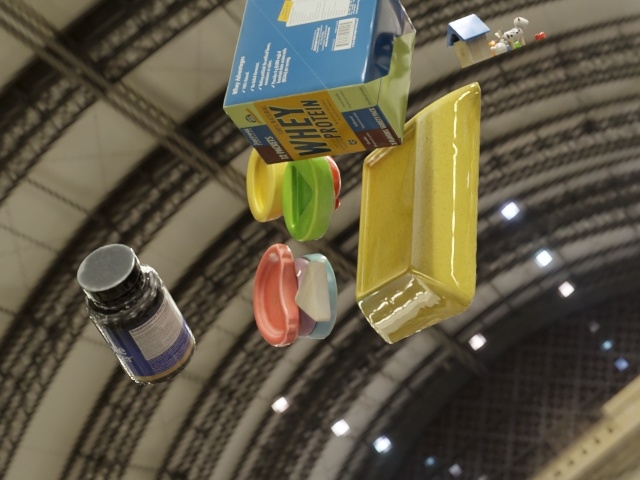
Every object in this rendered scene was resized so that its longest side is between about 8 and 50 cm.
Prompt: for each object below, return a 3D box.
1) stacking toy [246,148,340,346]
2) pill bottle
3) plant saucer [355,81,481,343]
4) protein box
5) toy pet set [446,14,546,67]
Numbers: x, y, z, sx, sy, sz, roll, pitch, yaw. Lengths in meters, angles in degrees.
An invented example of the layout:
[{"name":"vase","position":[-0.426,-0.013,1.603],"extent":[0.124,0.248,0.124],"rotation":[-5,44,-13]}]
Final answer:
[{"name":"stacking toy","position":[0.000,0.000,1.955],"extent":[0.130,0.308,0.279],"rotation":[-1,-3,-23]},{"name":"pill bottle","position":[-0.283,0.110,2.013],"extent":[0.123,0.123,0.219],"rotation":[-34,-46,-10]},{"name":"plant saucer","position":[0.132,-0.037,1.967],"extent":[0.081,0.332,0.333],"rotation":[8,-16,-17]},{"name":"protein box","position":[0.003,-0.230,1.770],"extent":[0.201,0.199,0.136],"rotation":[-7,-34,24]},{"name":"toy pet set","position":[0.236,-0.290,1.861],"extent":[0.114,0.065,0.122],"rotation":[-22,5,-17]}]
